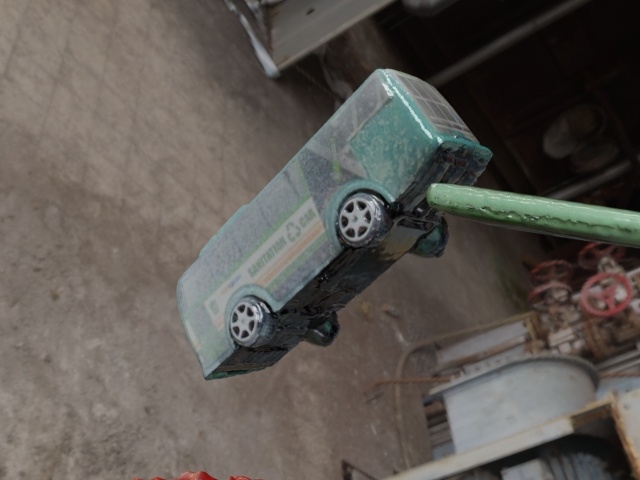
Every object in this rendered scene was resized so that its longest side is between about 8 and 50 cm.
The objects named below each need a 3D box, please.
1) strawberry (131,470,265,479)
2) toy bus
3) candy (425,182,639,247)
[{"bbox_3d":[-0.097,0.159,0.362,0.208,0.167,0.087,14,20,-4],"label":"strawberry"},{"bbox_3d":[0.000,0.000,0.556,0.091,0.261,0.109,4,50,-53],"label":"toy bus"},{"bbox_3d":[0.180,0.008,0.275,0.097,0.323,0.097,-20,115,-50],"label":"candy"}]
